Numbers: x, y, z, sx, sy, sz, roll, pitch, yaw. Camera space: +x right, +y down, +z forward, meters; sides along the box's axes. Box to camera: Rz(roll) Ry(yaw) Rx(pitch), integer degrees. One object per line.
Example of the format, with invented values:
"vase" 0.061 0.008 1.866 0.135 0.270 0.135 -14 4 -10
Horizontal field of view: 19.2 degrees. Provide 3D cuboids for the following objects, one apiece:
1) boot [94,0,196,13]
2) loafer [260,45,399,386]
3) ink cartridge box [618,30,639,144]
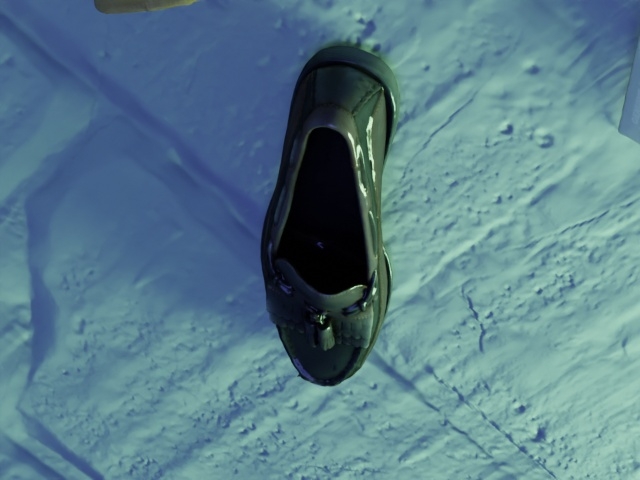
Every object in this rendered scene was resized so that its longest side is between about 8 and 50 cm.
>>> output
"boot" -0.096 -0.297 1.284 0.236 0.089 0.269 -2 124 29
"loafer" 0.000 0.000 1.450 0.109 0.095 0.302 10 126 8
"ink cartridge box" 0.328 -0.110 1.255 0.239 0.060 0.275 37 151 23
